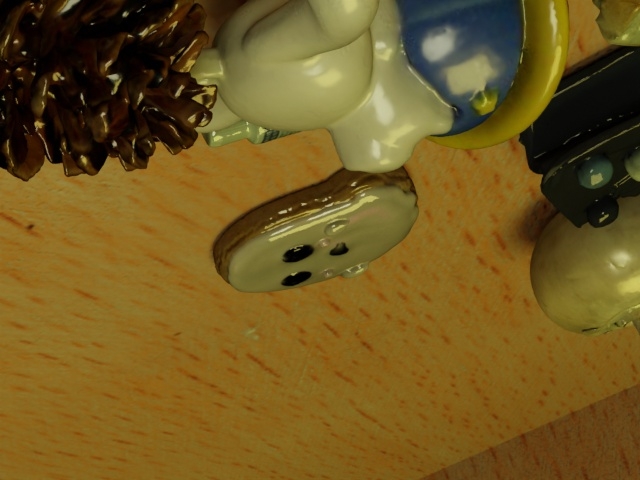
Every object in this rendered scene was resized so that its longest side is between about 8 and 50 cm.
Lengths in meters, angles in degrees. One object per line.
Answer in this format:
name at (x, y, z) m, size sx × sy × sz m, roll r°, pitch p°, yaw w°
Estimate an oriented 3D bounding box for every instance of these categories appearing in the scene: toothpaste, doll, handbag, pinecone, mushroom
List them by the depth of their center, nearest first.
pinecone at (-0.135, -0.105, 0.729) m, size 0.173 × 0.173 × 0.173 m, roll -18°, pitch 158°, yaw -8°
doll at (0.027, -0.109, 0.858) m, size 0.242 × 0.159 × 0.311 m, roll -33°, pitch -169°, yaw -35°
toothpaste at (0.009, -0.110, 1.023) m, size 0.216 × 0.037 × 0.062 m, roll -18°, pitch 158°, yaw -19°
handbag at (0.364, -0.118, 1.237) m, size 0.325 × 0.118 × 0.269 m, roll -26°, pitch 159°, yaw 17°
mushroom at (0.359, 0.036, 1.476) m, size 0.246 × 0.202 × 0.246 m, roll -19°, pitch 169°, yaw -4°

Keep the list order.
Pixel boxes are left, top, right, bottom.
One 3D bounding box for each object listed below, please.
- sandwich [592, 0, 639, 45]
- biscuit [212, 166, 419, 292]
sandwich at (0.332, -0.249, 0.920) m, size 0.249 × 0.095 × 0.273 m, roll -7°, pitch 155°, yaw -24°
biscuit at (0.000, 0.000, 1.260) m, size 0.208 × 0.049 × 0.181 m, roll -24°, pitch 158°, yaw 1°
